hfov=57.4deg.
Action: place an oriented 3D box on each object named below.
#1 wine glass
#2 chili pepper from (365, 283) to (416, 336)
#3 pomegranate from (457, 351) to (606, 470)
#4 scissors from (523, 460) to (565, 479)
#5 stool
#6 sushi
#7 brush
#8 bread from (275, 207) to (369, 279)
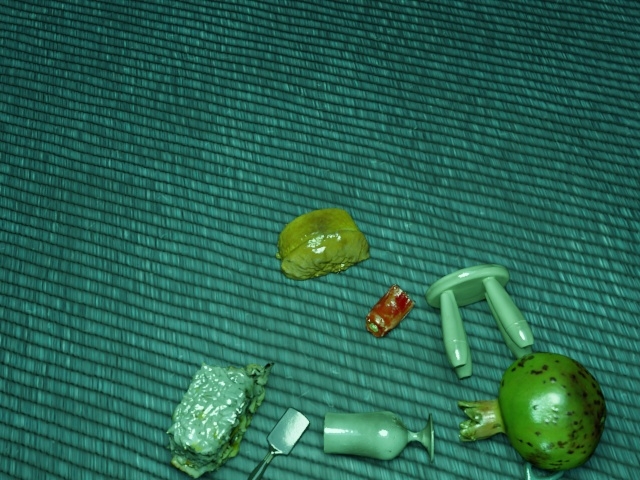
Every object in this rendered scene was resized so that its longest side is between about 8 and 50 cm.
[{"bbox_3d":[0.122,0.415,1.247,0.230,0.103,0.103,1,66,6],"label":"wine glass"},{"bbox_3d":[0.157,0.168,1.377,0.123,0.073,0.070,-44,29,-18],"label":"chili pepper"},{"bbox_3d":[0.432,0.337,1.203,0.285,0.231,0.231,10,67,13],"label":"pomegranate"},{"bbox_3d":[0.398,0.544,1.209,0.288,0.041,0.138,-20,71,-7],"label":"scissors"},{"bbox_3d":[0.347,0.177,1.285,0.195,0.195,0.199,-18,61,11],"label":"stool"},{"bbox_3d":[-0.216,0.363,1.243,0.139,0.184,0.274,23,68,11],"label":"sushi"},{"bbox_3d":[-0.100,0.459,1.286,0.062,0.016,0.193,34,71,17],"label":"brush"},{"bbox_3d":[0.000,0.000,1.429,0.228,0.140,0.143,-18,58,-6],"label":"bread"}]
